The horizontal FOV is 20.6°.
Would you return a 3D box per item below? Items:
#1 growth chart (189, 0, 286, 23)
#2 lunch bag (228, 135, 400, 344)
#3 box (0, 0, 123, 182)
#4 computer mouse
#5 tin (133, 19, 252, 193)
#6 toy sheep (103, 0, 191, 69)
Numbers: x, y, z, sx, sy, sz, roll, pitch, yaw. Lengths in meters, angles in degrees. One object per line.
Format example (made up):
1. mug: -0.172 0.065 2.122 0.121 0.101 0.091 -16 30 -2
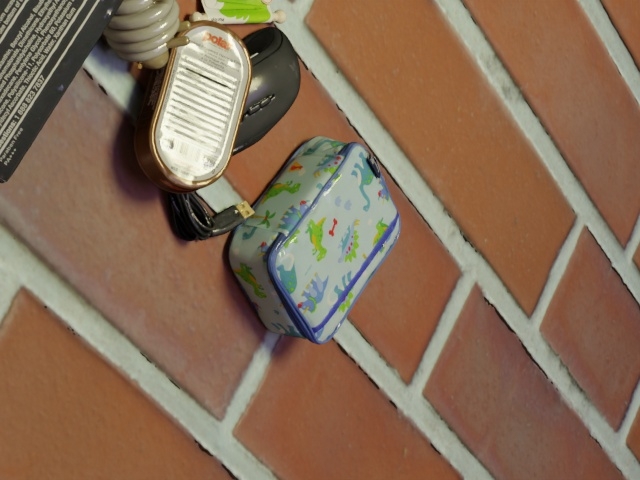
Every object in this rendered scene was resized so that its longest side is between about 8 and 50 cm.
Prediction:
1. growth chart: -0.105 -0.345 1.918 0.172 0.021 0.237 -18 110 -47
2. lunch bag: 0.000 0.000 2.060 0.219 0.090 0.176 -53 136 -29
3. box: -0.331 -0.260 1.491 0.296 0.183 0.294 -59 138 -8
4. computer mouse: -0.083 -0.112 1.956 0.262 0.060 0.184 -41 125 -39
5. tin: -0.131 -0.142 1.858 0.106 0.040 0.189 24 71 -33
6. toy sheep: -0.183 -0.230 1.788 0.091 0.091 0.132 -45 135 -37
